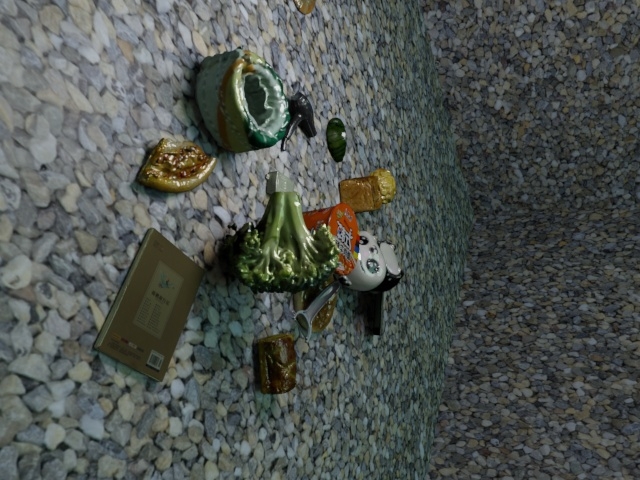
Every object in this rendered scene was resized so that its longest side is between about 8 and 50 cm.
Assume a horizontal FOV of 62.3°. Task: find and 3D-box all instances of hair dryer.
[{"bbox_3d":[-0.086,-0.384,1.858,0.219,0.075,0.195,-63,151,-26],"label":"hair dryer"}]

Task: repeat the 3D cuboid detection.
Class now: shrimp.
[{"bbox_3d":[-0.068,-0.951,1.939,0.133,0.053,0.235,-5,97,-42],"label":"shrimp"}]

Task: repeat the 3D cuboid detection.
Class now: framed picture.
[{"bbox_3d":[0.260,0.248,2.357,0.265,0.016,0.346,94,-1,-80],"label":"framed picture"}]

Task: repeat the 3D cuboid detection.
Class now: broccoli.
[{"bbox_3d":[-0.111,0.004,1.461,0.293,0.348,0.280,-4,97,-55],"label":"broccoli"}]

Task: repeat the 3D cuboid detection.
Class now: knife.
[{"bbox_3d":[-0.017,0.222,1.848,0.278,0.053,0.123,-48,123,-47],"label":"knife"}]

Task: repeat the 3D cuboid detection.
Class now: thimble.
[{"bbox_3d":[-0.217,-0.389,1.483,0.288,0.168,0.254,64,36,-39],"label":"thimble"}]

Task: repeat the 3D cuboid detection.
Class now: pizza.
[{"bbox_3d":[-0.352,-0.187,1.333,0.271,0.056,0.134,-11,106,-62],"label":"pizza"}]

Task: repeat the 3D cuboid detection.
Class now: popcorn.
[{"bbox_3d":[0.273,-0.242,2.407,0.180,0.170,0.180,-38,155,-22],"label":"popcorn"}]

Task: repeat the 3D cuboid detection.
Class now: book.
[{"bbox_3d":[-0.395,0.154,1.269,0.217,0.021,0.310,52,45,-47],"label":"book"}]

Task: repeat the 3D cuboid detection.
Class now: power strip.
[{"bbox_3d":[-0.121,-0.174,1.776,0.175,0.042,0.075,24,66,-59],"label":"power strip"}]

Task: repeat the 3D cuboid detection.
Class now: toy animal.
[{"bbox_3d":[0.173,0.099,2.124,0.310,0.251,0.250,16,74,-48],"label":"toy animal"}]

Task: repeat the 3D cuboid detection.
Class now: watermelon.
[{"bbox_3d":[0.077,-0.409,2.126,0.092,0.075,0.181,-13,98,-65],"label":"watermelon"}]

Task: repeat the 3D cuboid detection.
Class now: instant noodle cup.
[{"bbox_3d":[0.000,0.000,1.833,0.250,0.192,0.250,9,80,-61],"label":"instant noodle cup"}]

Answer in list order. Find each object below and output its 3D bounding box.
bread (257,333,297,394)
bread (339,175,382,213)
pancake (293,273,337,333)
[{"bbox_3d":[-0.131,0.384,1.656,0.132,0.103,0.172,0,85,-65],"label":"bread"},{"bbox_3d":[0.172,-0.190,2.220,0.149,0.143,0.158,-12,99,-68],"label":"bread"},{"bbox_3d":[-0.012,0.211,1.952,0.282,0.049,0.282,3,87,-59],"label":"pancake"}]
